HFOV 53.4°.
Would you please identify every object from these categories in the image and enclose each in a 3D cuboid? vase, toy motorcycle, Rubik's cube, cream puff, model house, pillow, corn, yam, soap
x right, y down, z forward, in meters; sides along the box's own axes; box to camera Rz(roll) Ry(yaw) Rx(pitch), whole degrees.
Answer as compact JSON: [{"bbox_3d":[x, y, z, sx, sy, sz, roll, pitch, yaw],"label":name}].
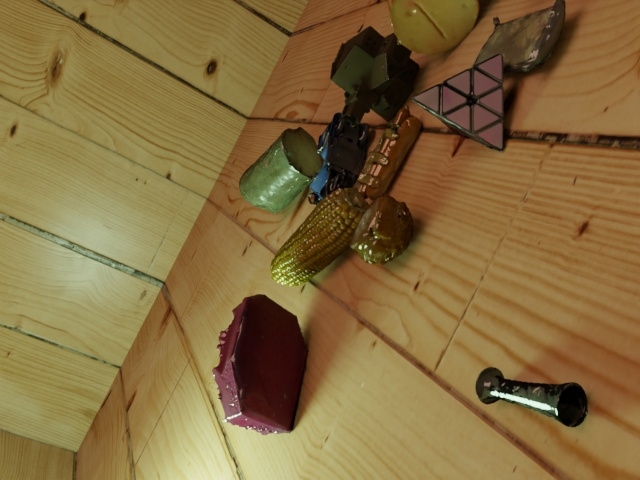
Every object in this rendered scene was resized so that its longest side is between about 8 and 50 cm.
[{"bbox_3d":[0.295,0.220,0.908,0.167,0.059,0.059,-7,59,64],"label":"vase"},{"bbox_3d":[0.047,-0.219,1.852,0.213,0.125,0.359,-50,23,48],"label":"toy motorcycle"},{"bbox_3d":[0.344,-0.289,1.308,0.190,0.211,0.178,40,106,32],"label":"Rubik's cube"},{"bbox_3d":[0.144,-0.019,1.419,0.165,0.115,0.150,-53,16,45],"label":"cream puff"},{"bbox_3d":[0.141,-0.429,1.741,0.204,0.211,0.244,-15,47,63],"label":"model house"},{"bbox_3d":[0.416,-0.413,1.337,0.169,0.059,0.255,-68,21,1],"label":"pillow"},{"bbox_3d":[0.000,0.000,1.688,0.387,0.143,0.144,-48,26,43],"label":"corn"},{"bbox_3d":[-0.134,-0.224,2.151,0.300,0.195,0.195,-39,33,43],"label":"yam"},{"bbox_3d":[-0.145,0.299,1.575,0.127,0.220,0.325,-29,39,40],"label":"soap"}]

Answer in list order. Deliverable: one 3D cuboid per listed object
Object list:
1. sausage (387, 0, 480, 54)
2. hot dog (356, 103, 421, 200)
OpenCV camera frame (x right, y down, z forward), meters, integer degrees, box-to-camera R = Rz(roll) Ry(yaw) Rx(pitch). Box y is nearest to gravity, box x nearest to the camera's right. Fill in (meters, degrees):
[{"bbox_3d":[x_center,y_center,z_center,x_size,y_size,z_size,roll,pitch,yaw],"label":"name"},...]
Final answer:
[{"bbox_3d":[0.285,-0.661,1.676,0.233,0.233,0.287,-46,30,35],"label":"sausage"},{"bbox_3d":[0.172,-0.220,1.637,0.270,0.072,0.109,-63,25,4],"label":"hot dog"}]
